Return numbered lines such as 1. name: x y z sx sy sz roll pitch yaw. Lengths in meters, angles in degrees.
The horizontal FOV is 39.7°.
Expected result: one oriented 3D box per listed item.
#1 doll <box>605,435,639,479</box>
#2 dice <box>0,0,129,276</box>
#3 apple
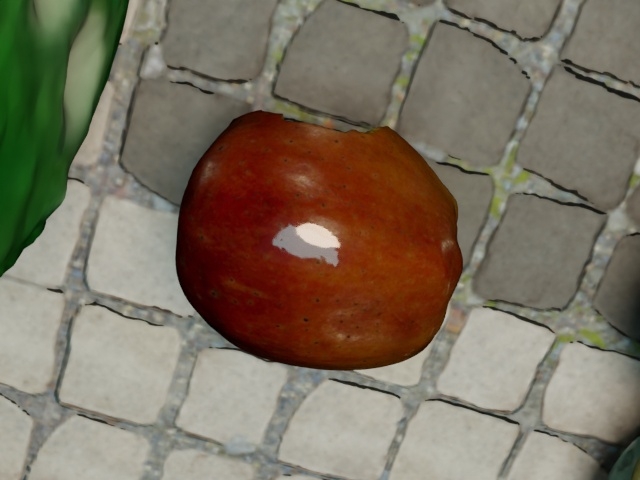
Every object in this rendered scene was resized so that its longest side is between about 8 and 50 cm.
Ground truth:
1. doll: 0.279 0.112 0.554 0.176 0.161 0.261 1 111 -22
2. dice: -0.249 -0.147 0.391 0.286 0.300 0.297 10 109 -1
3. apple: 0.002 0.005 0.515 0.158 0.147 0.156 19 134 5
